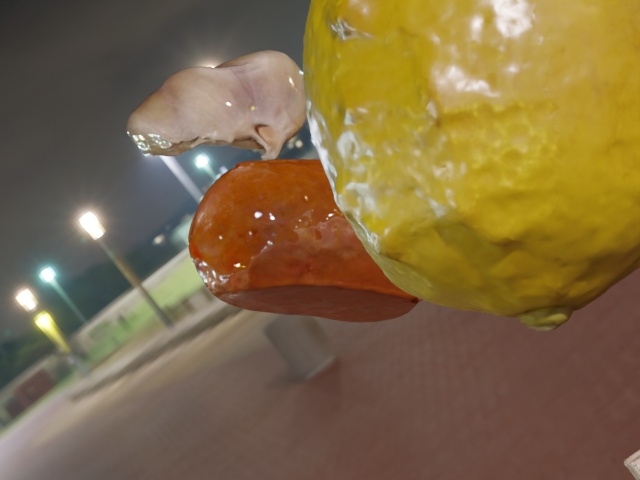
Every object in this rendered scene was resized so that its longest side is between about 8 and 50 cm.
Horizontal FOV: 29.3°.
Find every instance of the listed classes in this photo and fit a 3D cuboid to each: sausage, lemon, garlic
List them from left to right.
[{"bbox_3d":[-0.117,-0.180,1.563,0.228,0.110,0.217,18,41,42],"label":"garlic"},{"bbox_3d":[0.000,-0.001,1.214,0.268,0.141,0.153,4,-23,-22],"label":"sausage"},{"bbox_3d":[0.101,-0.089,0.718,0.234,0.288,0.233,-9,-4,-1],"label":"lemon"}]

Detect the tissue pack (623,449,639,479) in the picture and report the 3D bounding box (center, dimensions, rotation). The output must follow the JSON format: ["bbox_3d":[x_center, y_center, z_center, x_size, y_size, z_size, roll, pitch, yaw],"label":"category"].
[{"bbox_3d":[0.505,0.209,1.292,0.325,0.170,0.071,-35,-7,-1],"label":"tissue pack"}]
